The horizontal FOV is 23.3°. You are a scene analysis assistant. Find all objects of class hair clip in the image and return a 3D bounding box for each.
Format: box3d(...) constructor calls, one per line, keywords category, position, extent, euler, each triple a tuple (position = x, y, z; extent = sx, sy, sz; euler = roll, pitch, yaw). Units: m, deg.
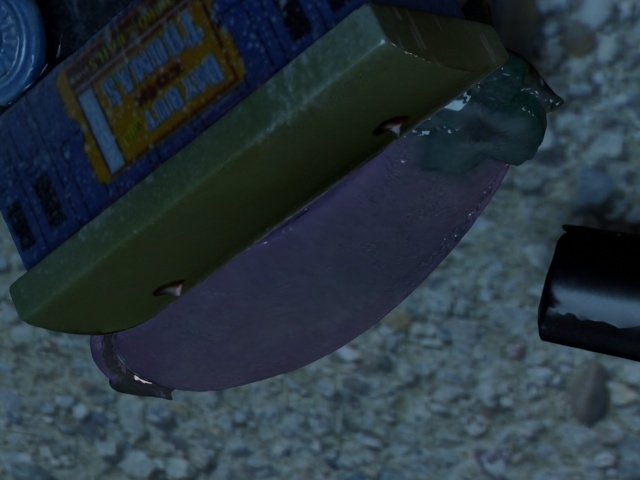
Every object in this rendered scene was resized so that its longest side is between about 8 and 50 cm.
box3d(category="hair clip", position=(0.002, 0.001, 0.891), extent=(0.358, 0.110, 0.096), euler=(-45, 70, 31))

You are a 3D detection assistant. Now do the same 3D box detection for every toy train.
box3d(category="toy train", position=(-0.063, -0.096, 0.794), extent=(0.299, 0.131, 0.202), euler=(-36, 73, 32))

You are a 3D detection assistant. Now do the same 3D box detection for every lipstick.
box3d(category="lipstick", position=(0.326, 0.057, 0.823), extent=(0.418, 0.077, 0.077), euler=(9, 119, 10))
